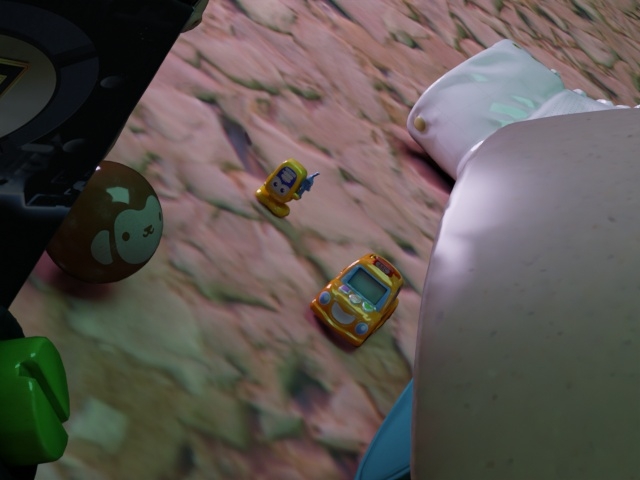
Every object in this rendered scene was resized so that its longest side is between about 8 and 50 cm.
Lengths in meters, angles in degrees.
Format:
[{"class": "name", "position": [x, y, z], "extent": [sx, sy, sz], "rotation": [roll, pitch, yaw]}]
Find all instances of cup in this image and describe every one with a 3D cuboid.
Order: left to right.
[{"class": "cup", "position": [0.206, 0.096, 0.453], "extent": [0.331, 0.237, 0.331], "rotation": [37, 46, -52]}]

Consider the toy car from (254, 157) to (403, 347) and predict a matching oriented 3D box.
[{"class": "toy car", "position": [0.000, 0.000, 0.764], "extent": [0.122, 0.040, 0.060], "rotation": [48, 27, 23]}]

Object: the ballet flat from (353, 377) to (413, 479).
[{"class": "ballet flat", "position": [0.071, 0.126, 0.564], "extent": [0.139, 0.139, 0.400], "rotation": [39, 29, 4]}]

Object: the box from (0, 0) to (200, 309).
[{"class": "box", "position": [-0.152, -0.054, 0.490], "extent": [0.147, 0.180, 0.077], "rotation": [20, 28, -34]}]

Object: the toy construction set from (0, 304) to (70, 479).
[{"class": "toy construction set", "position": [-0.206, 0.013, 0.287], "extent": [0.309, 0.237, 0.257], "rotation": [4, 79, -85]}]

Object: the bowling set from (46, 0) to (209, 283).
[{"class": "bowling set", "position": [-0.113, -0.097, 0.649], "extent": [0.200, 0.154, 0.287], "rotation": [41, 25, 10]}]

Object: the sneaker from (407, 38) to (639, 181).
[{"class": "sneaker", "position": [0.196, -0.086, 1.043], "extent": [0.292, 0.108, 0.169], "rotation": [-14, 52, -40]}]
